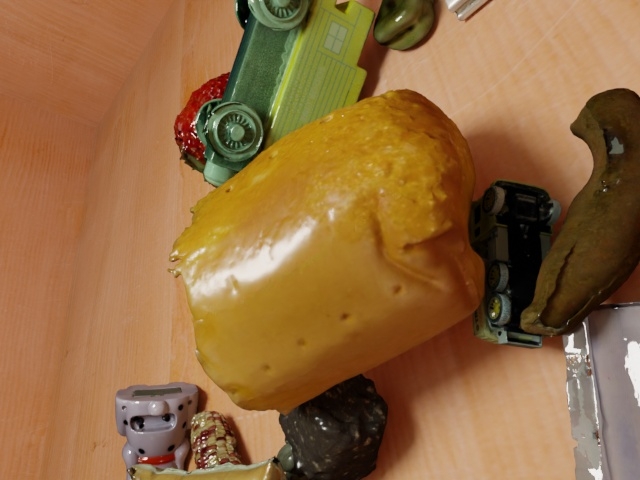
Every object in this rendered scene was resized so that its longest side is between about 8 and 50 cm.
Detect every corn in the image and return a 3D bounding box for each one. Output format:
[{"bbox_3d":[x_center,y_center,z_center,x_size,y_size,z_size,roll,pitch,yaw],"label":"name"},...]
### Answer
[{"bbox_3d":[-0.186,0.442,0.890,0.098,0.098,0.290,-58,36,16],"label":"corn"}]

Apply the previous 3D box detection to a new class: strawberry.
[{"bbox_3d":[-0.208,-0.269,1.096,0.250,0.238,0.288,-5,62,45],"label":"strawberry"}]

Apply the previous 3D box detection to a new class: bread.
[{"bbox_3d":[0.008,-0.022,0.606,0.394,0.250,0.361,-34,33,21],"label":"bread"}]

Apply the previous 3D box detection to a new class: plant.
[{"bbox_3d":[0.013,0.281,0.676,0.132,0.129,0.194,64,142,44],"label":"plant"}]

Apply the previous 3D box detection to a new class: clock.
[{"bbox_3d":[-0.373,0.464,1.073,0.189,0.188,0.254,3,93,51],"label":"clock"}]

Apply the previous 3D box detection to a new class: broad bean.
[{"bbox_3d":[0.154,-0.438,0.864,0.153,0.072,0.207,-28,45,41],"label":"broad bean"}]

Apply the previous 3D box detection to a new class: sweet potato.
[{"bbox_3d":[0.282,-0.025,0.487,0.286,0.112,0.085,-61,-8,-9],"label":"sweet potato"}]

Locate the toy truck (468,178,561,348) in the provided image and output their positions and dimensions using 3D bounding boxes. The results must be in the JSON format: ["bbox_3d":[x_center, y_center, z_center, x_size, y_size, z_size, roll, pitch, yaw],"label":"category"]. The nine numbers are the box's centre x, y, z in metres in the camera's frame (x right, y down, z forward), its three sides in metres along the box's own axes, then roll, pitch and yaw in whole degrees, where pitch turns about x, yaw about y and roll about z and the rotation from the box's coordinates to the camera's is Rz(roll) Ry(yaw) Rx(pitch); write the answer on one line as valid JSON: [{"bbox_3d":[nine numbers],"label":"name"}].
[{"bbox_3d":[0.220,0.034,0.560,0.116,0.085,0.191,120,156,-67],"label":"toy truck"}]

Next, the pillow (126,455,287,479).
[{"bbox_3d":[-0.130,0.465,0.683,0.310,0.119,0.312,-17,95,26],"label":"pillow"}]

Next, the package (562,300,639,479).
[{"bbox_3d":[0.332,0.142,0.392,0.251,0.062,0.204,-23,58,55],"label":"package"}]

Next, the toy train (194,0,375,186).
[{"bbox_3d":[-0.064,-0.291,0.888,0.179,0.272,0.442,39,111,61],"label":"toy train"}]

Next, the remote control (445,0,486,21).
[{"bbox_3d":[0.238,-0.503,0.787,0.103,0.055,0.277,-31,54,40],"label":"remote control"}]
